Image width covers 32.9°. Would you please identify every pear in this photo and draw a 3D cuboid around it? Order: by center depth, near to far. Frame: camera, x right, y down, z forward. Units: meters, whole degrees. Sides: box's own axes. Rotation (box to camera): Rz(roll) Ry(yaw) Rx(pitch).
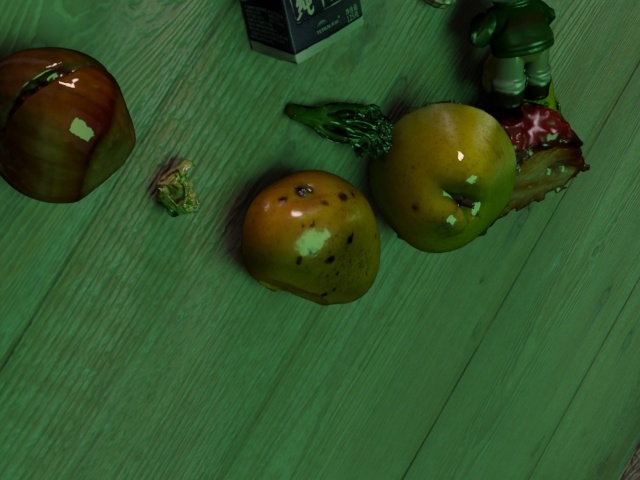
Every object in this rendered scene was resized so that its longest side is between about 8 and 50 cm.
[{"bbox_3d":[0.190,-0.069,1.697,0.178,0.267,0.267,-78,167,-60],"label":"pear"}]

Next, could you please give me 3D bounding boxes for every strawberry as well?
[{"bbox_3d":[0.345,-0.159,1.885,0.280,0.150,0.253,-23,158,-26],"label":"strawberry"}]

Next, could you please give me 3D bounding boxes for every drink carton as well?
[{"bbox_3d":[-0.037,-0.365,1.430,0.134,0.102,0.222,-35,130,-27],"label":"drink carton"}]

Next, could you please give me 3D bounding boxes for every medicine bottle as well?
[{"bbox_3d":[0.386,-0.249,1.958,0.111,0.076,0.309,-47,140,4],"label":"medicine bottle"}]

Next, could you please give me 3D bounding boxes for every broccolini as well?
[{"bbox_3d":[0.025,-0.179,1.643,0.202,0.068,0.091,13,87,-34],"label":"broccolini"}]

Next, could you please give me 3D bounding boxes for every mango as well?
[{"bbox_3d":[0.000,0.000,1.619,0.290,0.160,0.191,36,73,-54],"label":"mango"}]

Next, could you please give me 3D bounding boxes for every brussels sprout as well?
[{"bbox_3d":[-0.190,-0.065,1.456,0.085,0.058,0.085,-3,90,-73],"label":"brussels sprout"}]

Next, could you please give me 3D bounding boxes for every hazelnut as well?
[{"bbox_3d":[-0.299,-0.139,1.226,0.182,0.182,0.182,-24,126,-38],"label":"hazelnut"}]

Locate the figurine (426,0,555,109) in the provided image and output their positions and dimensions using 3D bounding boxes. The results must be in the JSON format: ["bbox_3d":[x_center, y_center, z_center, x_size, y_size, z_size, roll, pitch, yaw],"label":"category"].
[{"bbox_3d":[0.304,-0.394,1.712,0.281,0.167,0.370,-18,119,-17],"label":"figurine"}]
